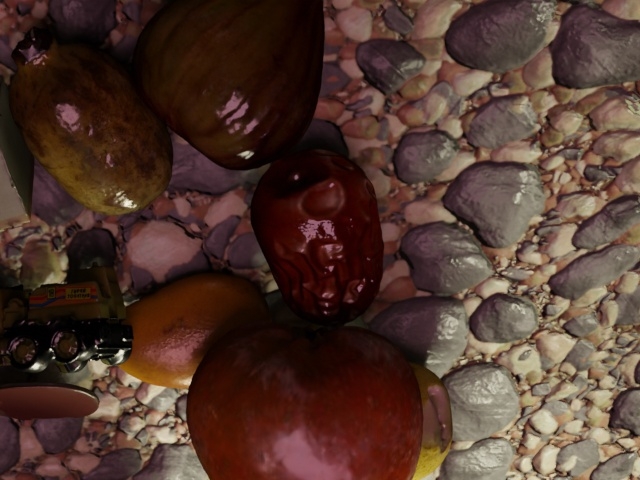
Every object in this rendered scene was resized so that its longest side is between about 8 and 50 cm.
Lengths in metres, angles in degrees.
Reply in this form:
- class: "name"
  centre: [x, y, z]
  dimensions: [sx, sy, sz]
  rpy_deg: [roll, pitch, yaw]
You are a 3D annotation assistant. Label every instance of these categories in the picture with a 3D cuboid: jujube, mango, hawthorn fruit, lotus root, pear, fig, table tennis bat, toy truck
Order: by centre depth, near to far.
- class: "fig"
  centre: [-0.058, -0.239, 1.598]
  dimensions: [0.217, 0.217, 0.320]
  rpy_deg: [35, 94, -26]
- class: "lotus root"
  centre: [-0.265, -0.138, 1.656]
  dimensions: [0.145, 0.128, 0.260]
  rpy_deg: [-35, 127, -2]
- class: "hawthorn fruit"
  centre: [-0.013, 0.221, 1.754]
  dimensions: [0.284, 0.284, 0.284]
  rpy_deg: [-4, 123, -6]
- class: "jujube"
  centre: [0.000, 0.000, 1.777]
  dimensions: [0.155, 0.155, 0.230]
  rpy_deg: [-11, 133, -1]
- class: "toy truck"
  centre: [-0.366, 0.107, 1.787]
  dimensions: [0.257, 0.127, 0.127]
  rpy_deg: [-12, 82, 17]
- class: "mango"
  centre: [-0.168, 0.119, 1.850]
  dimensions: [0.217, 0.102, 0.141]
  rpy_deg: [-7, 117, -7]
- class: "table tennis bat"
  centre: [-0.404, 0.210, 1.893]
  dimensions: [0.235, 0.022, 0.131]
  rpy_deg: [-1, 155, 1]
- class: "pear"
  centre: [0.101, 0.239, 1.935]
  dimensions: [0.178, 0.178, 0.178]
  rpy_deg: [-4, 123, -6]

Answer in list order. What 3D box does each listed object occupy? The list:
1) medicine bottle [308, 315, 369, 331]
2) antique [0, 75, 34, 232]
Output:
- class: "medicine bottle"
  centre: [-0.031, 0.173, 1.927]
  dimensions: [0.074, 0.074, 0.218]
  rpy_deg: [33, 115, -25]
- class: "antique"
  centre: [-0.409, -0.082, 1.657]
  dimensions: [0.147, 0.152, 0.148]
  rpy_deg: [-13, 126, 1]
